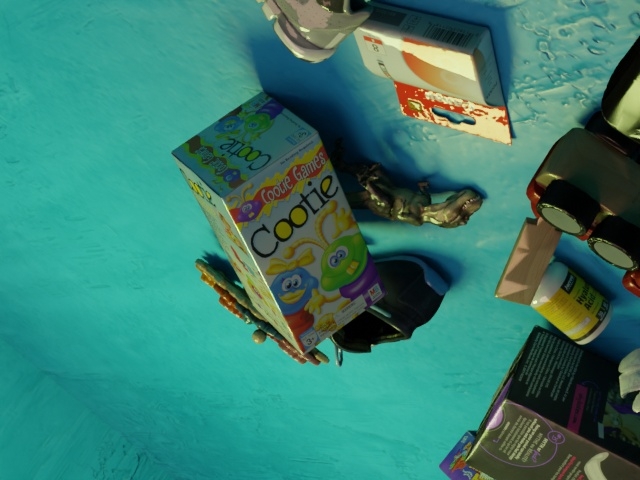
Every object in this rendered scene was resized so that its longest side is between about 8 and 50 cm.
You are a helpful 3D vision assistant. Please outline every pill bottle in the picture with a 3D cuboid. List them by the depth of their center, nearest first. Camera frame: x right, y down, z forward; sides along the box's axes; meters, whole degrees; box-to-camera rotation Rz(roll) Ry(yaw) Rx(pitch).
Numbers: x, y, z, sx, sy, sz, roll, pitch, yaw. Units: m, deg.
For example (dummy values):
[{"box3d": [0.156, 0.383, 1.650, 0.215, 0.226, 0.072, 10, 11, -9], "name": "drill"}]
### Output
[{"box3d": [0.286, 0.066, 1.568, 0.116, 0.065, 0.065, 38, 155, -11], "name": "pill bottle"}]

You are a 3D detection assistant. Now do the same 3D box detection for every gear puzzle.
[{"box3d": [-0.124, 0.101, 2.024, 0.175, 0.044, 0.339, 37, 178, -32], "name": "gear puzzle"}]

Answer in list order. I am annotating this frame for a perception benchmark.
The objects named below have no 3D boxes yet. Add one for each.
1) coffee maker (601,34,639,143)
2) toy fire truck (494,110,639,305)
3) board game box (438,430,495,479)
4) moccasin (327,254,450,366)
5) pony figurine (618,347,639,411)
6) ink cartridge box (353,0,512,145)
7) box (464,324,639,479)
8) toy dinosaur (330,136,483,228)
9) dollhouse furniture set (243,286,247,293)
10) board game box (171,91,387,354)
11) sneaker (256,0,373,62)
[{"box3d": [0.304, -0.168, 1.088, 0.171, 0.120, 0.178, 52, 158, 15], "name": "coffee maker"}, {"box3d": [0.297, 0.006, 1.373, 0.217, 0.158, 0.246, 33, 167, -1], "name": "toy fire truck"}, {"box3d": [0.367, 0.460, 2.074, 0.347, 0.078, 0.233, 39, 179, -13], "name": "board game box"}, {"box3d": [0.042, 0.097, 1.855, 0.138, 0.117, 0.342, 39, 155, -12], "name": "moccasin"}, {"box3d": [0.480, 0.194, 1.381, 0.363, 0.303, 0.351, 39, 128, -14], "name": "pony figurine"}, {"box3d": [0.118, -0.163, 1.379, 0.145, 0.045, 0.179, 19, 149, 29], "name": "ink cartridge box"}, {"box3d": [0.350, 0.259, 1.693, 0.270, 0.143, 0.165, 28, 137, 6], "name": "box"}, {"box3d": [0.066, -0.064, 1.607, 0.268, 0.064, 0.118, 12, 155, 45], "name": "toy dinosaur"}, {"box3d": [-0.080, 0.013, 1.911, 0.081, 0.091, 0.114, -2, 138, 28], "name": "dollhouse furniture set"}, {"box3d": [-0.047, -0.020, 1.638, 0.144, 0.142, 0.275, 41, 161, 48], "name": "board game box"}, {"box3d": [-0.030, -0.295, 1.296, 0.229, 0.086, 0.132, 47, 134, -13], "name": "sneaker"}]
